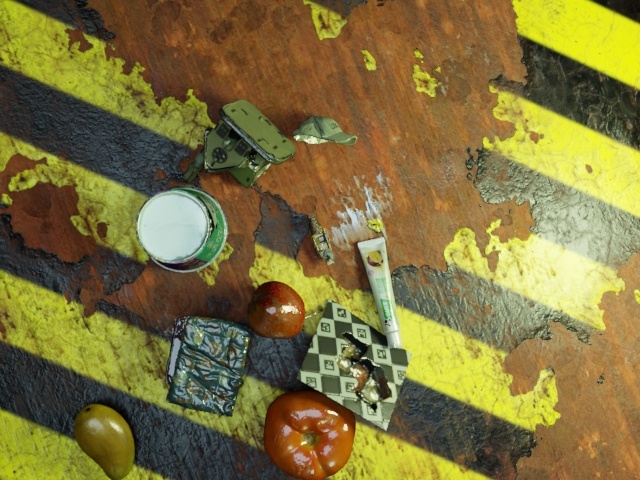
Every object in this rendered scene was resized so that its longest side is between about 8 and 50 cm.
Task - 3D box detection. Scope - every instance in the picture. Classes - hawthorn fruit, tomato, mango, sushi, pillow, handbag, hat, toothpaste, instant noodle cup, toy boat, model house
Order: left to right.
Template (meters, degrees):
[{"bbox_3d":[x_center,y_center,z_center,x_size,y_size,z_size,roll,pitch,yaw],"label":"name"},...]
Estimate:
[{"bbox_3d":[-0.585,0.549,1.820,0.136,0.099,0.227,-27,99,-8],"label":"mango"},{"bbox_3d":[-0.382,-0.035,1.797,0.251,0.190,0.251,0,88,-3],"label":"instant noodle cup"},{"bbox_3d":[-0.311,0.318,1.854,0.216,0.074,0.203,8,89,-5],"label":"handbag"},{"bbox_3d":[-0.299,0.337,1.800,0.189,0.034,0.255,13,87,-5],"label":"pillow"},{"bbox_3d":[-0.240,-0.213,1.842,0.218,0.205,0.278,43,116,0],"label":"model house"},{"bbox_3d":[-0.097,0.204,1.839,0.204,0.163,0.162,26,87,-15],"label":"hawthorn fruit"},{"bbox_3d":[-0.032,0.523,1.812,0.260,0.180,0.259,0,90,-1],"label":"tomato"},{"bbox_3d":[0.000,0.000,1.890,0.047,0.049,0.149,-22,90,-4],"label":"toy boat"},{"bbox_3d":[0.018,-0.304,1.862,0.166,0.122,0.081,14,100,20],"label":"hat"},{"bbox_3d":[0.086,0.348,1.835,0.292,0.059,0.294,33,45,-4],"label":"sushi"},{"bbox_3d":[0.180,0.150,1.901,0.058,0.056,0.314,-8,83,-48],"label":"toothpaste"}]
